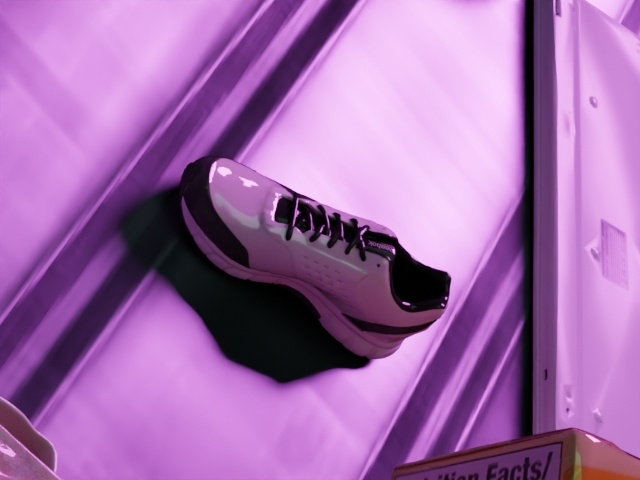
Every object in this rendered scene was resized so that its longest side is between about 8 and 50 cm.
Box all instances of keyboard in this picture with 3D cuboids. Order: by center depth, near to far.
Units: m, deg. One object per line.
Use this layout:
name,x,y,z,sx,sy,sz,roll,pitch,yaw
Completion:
keyboard,0.114,0.003,0.797,0.072,0.014,0.256,32,49,-38

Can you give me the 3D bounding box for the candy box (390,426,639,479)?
candy box,0.093,0.234,0.556,0.183,0.087,0.316,26,60,-34

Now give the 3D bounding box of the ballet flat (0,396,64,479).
ballet flat,-0.071,0.083,0.528,0.168,0.057,0.052,45,34,-20

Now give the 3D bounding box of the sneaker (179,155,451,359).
sneaker,0.000,0.000,0.653,0.109,0.044,0.040,32,51,-29
